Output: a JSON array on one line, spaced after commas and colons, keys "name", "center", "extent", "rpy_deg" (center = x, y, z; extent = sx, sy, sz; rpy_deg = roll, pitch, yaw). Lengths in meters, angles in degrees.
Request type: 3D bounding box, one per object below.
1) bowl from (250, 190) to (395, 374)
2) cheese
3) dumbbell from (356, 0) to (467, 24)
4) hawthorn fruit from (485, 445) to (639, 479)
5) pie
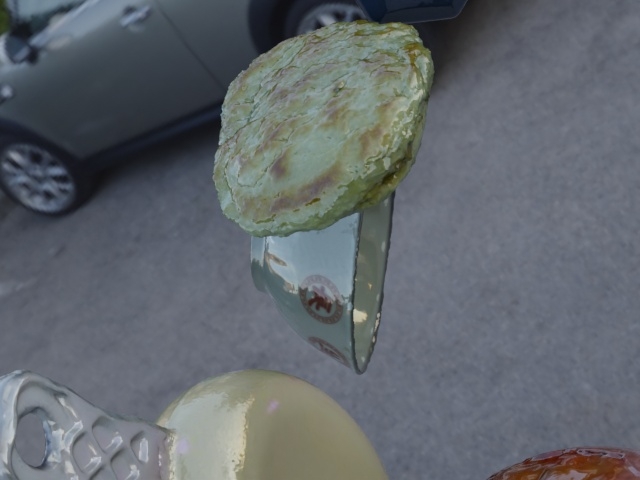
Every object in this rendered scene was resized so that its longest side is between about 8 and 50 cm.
[{"name": "bowl", "center": [0.000, 0.000, 1.279], "extent": [0.157, 0.337, 0.337], "rpy_deg": [6, 40, 9]}, {"name": "cheese", "center": [-0.050, 0.109, 0.469], "extent": [0.071, 0.249, 0.163], "rpy_deg": [-23, 33, 26]}, {"name": "dumbbell", "center": [0.060, -0.328, 0.989], "extent": [0.160, 0.144, 0.325], "rpy_deg": [-9, 28, -7]}, {"name": "hawthorn fruit", "center": [0.123, 0.182, 0.418], "extent": [0.173, 0.173, 0.173], "rpy_deg": [-32, 26, 18]}, {"name": "pie", "center": [0.009, -0.098, 0.808], "extent": [0.201, 0.090, 0.248], "rpy_deg": [-23, 37, 19]}]
